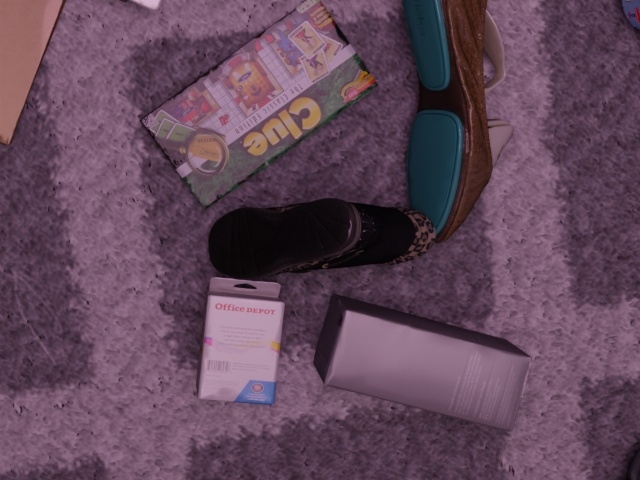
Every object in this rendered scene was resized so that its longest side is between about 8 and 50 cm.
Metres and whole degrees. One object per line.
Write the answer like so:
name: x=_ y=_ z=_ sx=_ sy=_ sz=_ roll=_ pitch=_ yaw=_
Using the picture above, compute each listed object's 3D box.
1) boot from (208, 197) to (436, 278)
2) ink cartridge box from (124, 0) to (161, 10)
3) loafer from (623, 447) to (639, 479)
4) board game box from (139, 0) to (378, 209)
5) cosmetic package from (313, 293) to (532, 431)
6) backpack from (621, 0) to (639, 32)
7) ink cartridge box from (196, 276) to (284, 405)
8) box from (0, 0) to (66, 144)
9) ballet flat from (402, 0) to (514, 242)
boot: x=0.001 y=0.002 z=1.567 sx=0.179 sy=0.236 sz=0.085 roll=4 pitch=80 yaw=-47
ink cartridge box: x=-0.256 y=-0.351 z=1.522 sx=0.198 sy=0.067 sz=0.115 roll=25 pitch=93 yaw=-7
loafer: x=0.515 y=0.330 z=1.673 sx=0.268 sy=0.096 sz=0.084 roll=19 pitch=88 yaw=-6
board game box: x=-0.072 y=-0.166 z=1.583 sx=0.260 sy=0.030 sz=0.136 roll=-37 pitch=101 yaw=-2
cosmetic package: x=0.119 y=0.145 z=1.589 sx=0.238 sy=0.127 sz=0.107 roll=12 pitch=95 yaw=-6
backpack: x=0.461 y=-0.294 z=1.587 sx=0.173 sy=0.117 sz=0.158 roll=35 pitch=90 yaw=-6
ink cartridge box: x=-0.096 y=0.115 z=1.578 sx=0.092 sy=0.090 sz=0.143 roll=6 pitch=94 yaw=-7
box: x=-0.405 y=-0.232 z=1.541 sx=0.164 sy=0.021 sz=0.201 roll=21 pitch=93 yaw=-8
ballet flat: x=0.169 y=-0.170 z=1.572 sx=0.124 sy=0.116 sz=0.342 roll=-12 pitch=104 yaw=-30
